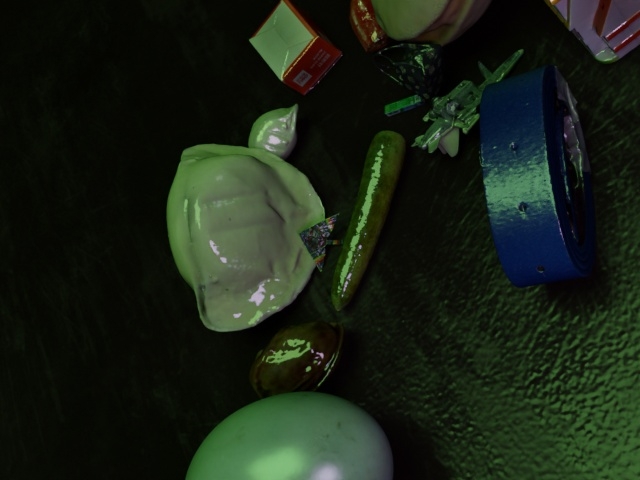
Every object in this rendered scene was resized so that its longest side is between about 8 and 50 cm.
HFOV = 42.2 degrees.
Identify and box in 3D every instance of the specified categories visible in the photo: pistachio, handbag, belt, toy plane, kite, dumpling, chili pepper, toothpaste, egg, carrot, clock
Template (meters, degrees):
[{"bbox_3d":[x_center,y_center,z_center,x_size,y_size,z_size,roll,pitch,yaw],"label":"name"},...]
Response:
[{"bbox_3d":[-0.042,0.217,1.523,0.210,0.130,0.165,-34,51,11],"label":"pistachio"},{"bbox_3d":[0.163,-0.328,1.581,0.139,0.115,0.072,16,75,20],"label":"handbag"},{"bbox_3d":[0.346,-0.101,1.305,0.117,0.212,0.347,-15,67,34],"label":"belt"},{"bbox_3d":[0.269,-0.264,1.516,0.262,0.088,0.192,-53,22,2],"label":"toy plane"},{"bbox_3d":[0.000,0.000,1.626,0.090,0.004,0.122,11,101,-3],"label":"kite"},{"bbox_3d":[-0.104,-0.224,1.793,0.134,0.100,0.169,-115,40,-75],"label":"dumpling"},{"bbox_3d":[0.101,-0.478,1.735,0.084,0.086,0.192,-52,53,46],"label":"chili pepper"},{"bbox_3d":[0.167,-0.268,1.641,0.083,0.017,0.020,-15,65,32],"label":"toothpaste"},{"bbox_3d":[-0.059,0.396,1.360,0.389,0.276,0.276,-30,55,28],"label":"egg"},{"bbox_3d":[0.086,-0.038,1.571,0.074,0.074,0.359,11,80,40],"label":"carrot"},{"bbox_3d":[0.413,-0.466,1.342,0.166,0.309,0.235,-39,53,19],"label":"clock"},{"bbox_3d":[0.220,-0.574,1.519,0.365,0.281,0.445,-109,30,-48],"label":"pistachio"},{"bbox_3d":[-0.145,-0.022,1.648,0.315,0.233,0.395,-6,72,1],"label":"dumpling"}]

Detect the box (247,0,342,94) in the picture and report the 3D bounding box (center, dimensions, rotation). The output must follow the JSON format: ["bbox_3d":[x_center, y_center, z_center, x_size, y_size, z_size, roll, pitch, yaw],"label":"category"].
[{"bbox_3d":[-0.056,-0.429,1.829,0.133,0.099,0.182,-47,52,15],"label":"box"}]
